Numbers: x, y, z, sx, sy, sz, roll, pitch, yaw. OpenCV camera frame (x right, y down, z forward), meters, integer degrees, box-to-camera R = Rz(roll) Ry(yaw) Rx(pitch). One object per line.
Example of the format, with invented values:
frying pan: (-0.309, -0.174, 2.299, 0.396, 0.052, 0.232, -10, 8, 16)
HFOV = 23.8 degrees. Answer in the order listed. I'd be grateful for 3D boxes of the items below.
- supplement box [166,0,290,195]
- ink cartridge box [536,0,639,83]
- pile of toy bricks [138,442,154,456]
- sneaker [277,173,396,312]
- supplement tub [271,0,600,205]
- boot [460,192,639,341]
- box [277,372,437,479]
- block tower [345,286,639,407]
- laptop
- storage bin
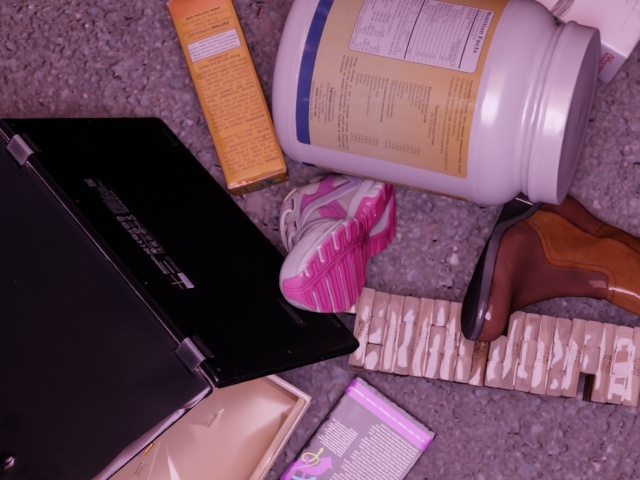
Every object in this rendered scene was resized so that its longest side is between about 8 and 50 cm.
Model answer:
supplement box: (-0.105, -0.173, 1.760, 0.080, 0.078, 0.233, -20, 83, 0)
ink cartridge box: (0.273, -0.269, 1.722, 0.190, 0.139, 0.082, 31, 85, 5)
pile of toy bricks: (-0.288, 0.180, 1.596, 0.212, 0.105, 0.118, 40, 87, 6)
sneaker: (0.000, 0.000, 1.683, 0.111, 0.252, 0.103, 6, 116, 20)
supplement tub: (0.128, -0.165, 1.650, 0.316, 0.228, 0.228, 13, 85, 15)
boot: (0.307, 0.065, 1.658, 0.280, 0.264, 0.096, 24, 125, 6)
box: (0.040, 0.250, 1.736, 0.116, 0.029, 0.162, 37, 86, 6)
block tower: (0.189, 0.122, 1.711, 0.335, 0.091, 0.097, 9, 84, 4)
laptop: (-0.246, 0.079, 1.612, 0.382, 0.408, 0.236, 48, 118, 21)
storage bin: (-0.186, 0.217, 1.702, 0.262, 0.123, 0.260, 32, 86, 5)
